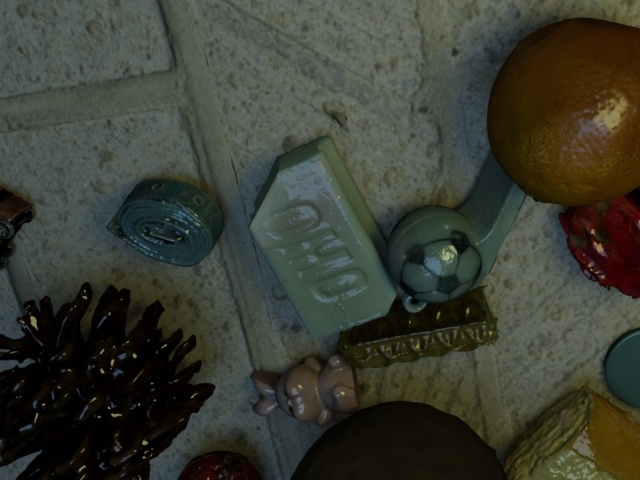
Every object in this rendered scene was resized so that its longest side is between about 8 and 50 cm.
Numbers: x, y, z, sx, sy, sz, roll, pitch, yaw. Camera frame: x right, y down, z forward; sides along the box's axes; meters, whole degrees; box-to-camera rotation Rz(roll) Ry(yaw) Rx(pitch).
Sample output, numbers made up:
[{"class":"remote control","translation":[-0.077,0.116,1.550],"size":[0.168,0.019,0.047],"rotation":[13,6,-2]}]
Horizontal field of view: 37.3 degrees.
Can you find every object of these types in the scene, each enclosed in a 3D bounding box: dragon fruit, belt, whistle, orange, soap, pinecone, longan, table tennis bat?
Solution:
[{"class":"dragon fruit","translation":[-0.188,0.478,1.757],"size":[0.172,0.172,0.209],"rotation":[31,110,-5]},{"class":"belt","translation":[-0.244,-0.033,1.555],"size":[0.163,0.082,0.147],"rotation":[35,128,-11]},{"class":"whistle","translation":[0.189,-0.008,1.443],"size":[0.164,0.163,0.289],"rotation":[21,118,0]},{"class":"orange","translation":[0.348,-0.167,1.272],"size":[0.264,0.264,0.264],"rotation":[5,117,9]},{"class":"dragon fruit","translation":[0.464,0.002,1.397],"size":[0.262,0.189,0.163],"rotation":[33,91,-10]},{"class":"soap","translation":[0.000,0.000,1.515],"size":[0.173,0.095,0.289],"rotation":[-21,111,20]},{"class":"pinecone","translation":[-0.376,0.249,1.572],"size":[0.398,0.397,0.397],"rotation":[5,117,9]},{"class":"longan","translation":[0.135,0.464,1.547],"size":[0.404,0.436,0.403],"rotation":[0,90,10]},{"class":"table tennis bat","translation":[0.568,0.241,1.560],"size":[0.149,0.038,0.237],"rotation":[-34,102,22]}]

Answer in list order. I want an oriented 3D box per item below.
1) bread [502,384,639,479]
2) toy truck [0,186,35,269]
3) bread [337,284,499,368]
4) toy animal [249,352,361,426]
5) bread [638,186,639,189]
[{"class":"bread","translation":[0.512,0.423,1.589],"size":[0.375,0.165,0.236],"rotation":[36,115,-6]},{"class":"toy truck","translation":[-0.576,-0.004,1.635],"size":[0.092,0.083,0.192],"rotation":[37,118,-3]},{"class":"bread","translation":[0.156,0.148,1.564],"size":[0.270,0.087,0.098],"rotation":[-14,114,17]},{"class":"toy animal","translation":[-0.035,0.269,1.648],"size":[0.213,0.124,0.124],"rotation":[-15,113,14]},{"class":"bread","translation":[0.554,-0.059,1.353],"size":[0.196,0.138,0.102],"rotation":[37,122,-6]}]
